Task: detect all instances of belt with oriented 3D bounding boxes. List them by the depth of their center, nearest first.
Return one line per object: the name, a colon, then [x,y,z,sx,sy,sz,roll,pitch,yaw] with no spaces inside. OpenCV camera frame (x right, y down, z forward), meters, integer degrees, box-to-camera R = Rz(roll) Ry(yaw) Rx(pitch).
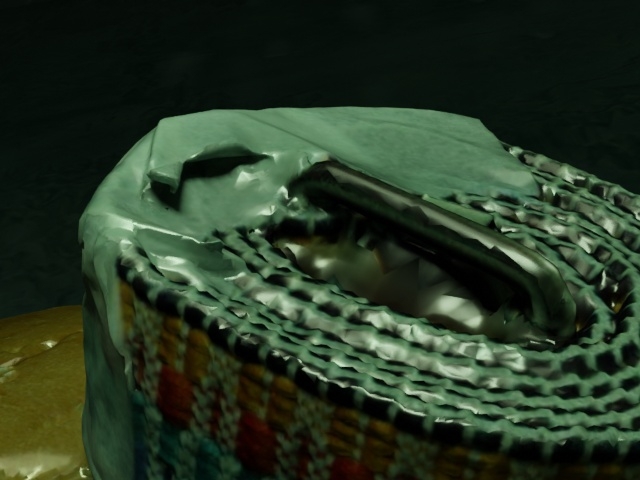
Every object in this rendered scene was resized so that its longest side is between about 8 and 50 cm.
belt: [0.031,0.045,0.638,0.257,0.150,0.207,27,32,29]

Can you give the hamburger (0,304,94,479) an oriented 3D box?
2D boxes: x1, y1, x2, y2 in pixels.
hamburger: [-0.133,0.111,0.774,0.211,0.132,0.309,-16,17,-12]
